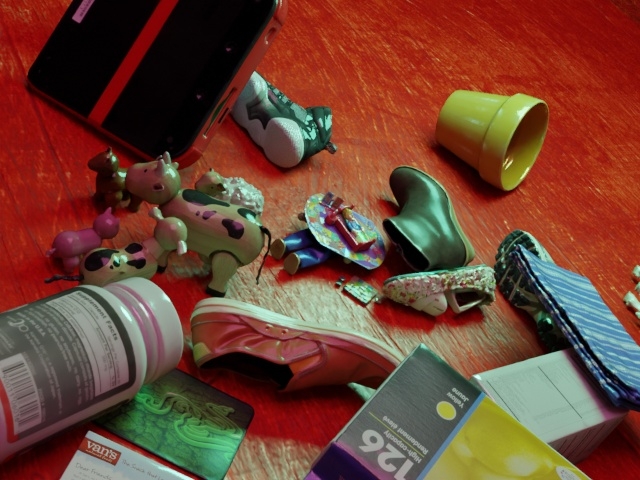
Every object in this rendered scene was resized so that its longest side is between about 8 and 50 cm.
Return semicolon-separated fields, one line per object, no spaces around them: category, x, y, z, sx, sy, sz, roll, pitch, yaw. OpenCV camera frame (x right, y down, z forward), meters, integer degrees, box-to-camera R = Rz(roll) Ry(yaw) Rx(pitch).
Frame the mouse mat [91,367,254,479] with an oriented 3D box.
mouse mat;-0.191;0.228;1.253;0.189;0.007;0.152;28;35;-1

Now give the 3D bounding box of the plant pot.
plant pot;0.360;-0.235;2.060;0.188;0.205;0.205;27;31;28

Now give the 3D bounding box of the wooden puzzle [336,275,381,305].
wooden puzzle;0.066;0.084;1.604;0.083;0.006;0.049;35;36;11

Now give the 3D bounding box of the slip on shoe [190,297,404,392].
slip on shoe;-0.029;0.173;1.353;0.331;0.123;0.101;16;59;-16

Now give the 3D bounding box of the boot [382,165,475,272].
boot;0.172;-0.045;1.738;0.207;0.090;0.248;-2;51;-56

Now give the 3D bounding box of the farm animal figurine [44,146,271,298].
farm animal figurine;-0.223;-0.027;1.410;0.326;0.172;0.330;13;37;-19

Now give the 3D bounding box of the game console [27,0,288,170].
game console;-0.278;-0.350;1.653;0.342;0.386;0.060;32;-1;11

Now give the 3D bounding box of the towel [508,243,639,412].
towel;0.462;0.151;1.553;0.243;0.040;0.336;20;31;-41

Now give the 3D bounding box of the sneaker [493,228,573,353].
sneaker;0.423;0.103;1.754;0.122;0.110;0.283;11;43;-42

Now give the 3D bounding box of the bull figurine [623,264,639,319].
bull figurine;0.729;0.105;1.935;0.188;0.101;0.310;29;33;9

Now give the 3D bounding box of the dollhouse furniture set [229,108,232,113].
dollhouse furniture set;-0.253;-0.360;1.795;0.303;0.198;0.286;42;38;19

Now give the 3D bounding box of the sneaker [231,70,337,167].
sneaker;-0.075;-0.251;1.864;0.153;0.101;0.268;-10;55;-42

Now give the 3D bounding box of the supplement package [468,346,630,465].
supplement package;0.315;0.269;1.418;0.244;0.134;0.139;-7;48;-39

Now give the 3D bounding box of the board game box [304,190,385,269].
board game box;0.052;-0.025;1.640;0.168;0.033;0.133;27;36;-19

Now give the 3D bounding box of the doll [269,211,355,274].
doll;0.000;0.000;1.634;0.189;0.046;0.129;-17;55;-45

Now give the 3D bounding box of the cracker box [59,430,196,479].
cracker box;-0.235;0.336;1.033;0.155;0.067;0.232;26;36;-3

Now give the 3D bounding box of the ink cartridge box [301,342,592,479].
ink cartridge box;0.156;0.315;1.169;0.303;0.072;0.307;40;44;9

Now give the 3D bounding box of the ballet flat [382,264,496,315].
ballet flat;0.216;0.089;1.638;0.241;0.091;0.077;-6;71;-33

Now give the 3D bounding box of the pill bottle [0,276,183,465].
pill bottle;-0.314;0.147;1.141;0.161;0.161;0.283;43;37;21
